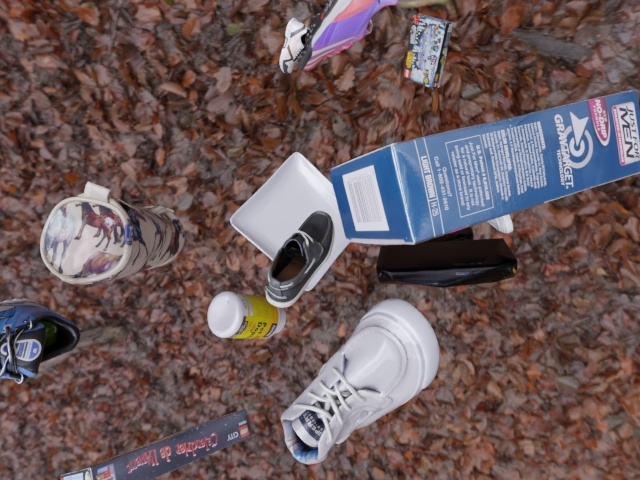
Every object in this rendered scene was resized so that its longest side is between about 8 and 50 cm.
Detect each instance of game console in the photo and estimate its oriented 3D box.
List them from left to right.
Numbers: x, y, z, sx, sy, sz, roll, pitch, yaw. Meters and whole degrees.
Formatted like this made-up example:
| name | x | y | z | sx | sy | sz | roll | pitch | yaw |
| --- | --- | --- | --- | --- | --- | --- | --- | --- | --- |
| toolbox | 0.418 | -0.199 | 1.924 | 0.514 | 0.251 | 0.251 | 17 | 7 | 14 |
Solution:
| name | x | y | z | sx | sy | sz | roll | pitch | yaw |
| --- | --- | --- | --- | --- | --- | --- | --- | --- | --- |
| game console | 0.222 | 0.002 | 0.800 | 0.213 | 0.361 | 0.044 | -4 | 106 | 13 |

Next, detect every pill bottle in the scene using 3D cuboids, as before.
| name | x | y | z | sx | sy | sz | roll | pitch | yaw |
| --- | --- | --- | --- | --- | --- | --- | --- | --- | --- |
| pill bottle | -0.188 | 0.205 | 1.136 | 0.117 | 0.215 | 0.117 | -9 | 74 | 31 |

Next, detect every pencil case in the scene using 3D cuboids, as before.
| name | x | y | z | sx | sy | sz | roll | pitch | yaw |
| --- | --- | --- | --- | --- | --- | --- | --- | --- | --- |
| pencil case | -0.431 | -0.012 | 0.950 | 0.159 | 0.410 | 0.184 | 29 | 90 | -4 |

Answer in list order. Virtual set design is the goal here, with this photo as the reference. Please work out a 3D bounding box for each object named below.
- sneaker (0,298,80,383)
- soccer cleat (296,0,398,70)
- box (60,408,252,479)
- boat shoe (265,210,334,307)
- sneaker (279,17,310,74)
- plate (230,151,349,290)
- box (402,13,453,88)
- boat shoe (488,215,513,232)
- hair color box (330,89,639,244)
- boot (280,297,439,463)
| name | x | y | z | sx | sy | sz | roll | pitch | yaw |
| --- | --- | --- | --- | --- | --- | --- | --- | --- | --- |
| sneaker | -0.511 | 0.148 | 0.646 | 0.147 | 0.330 | 0.130 | 9 | 88 | 13 |
| soccer cleat | 0.041 | -0.446 | 0.898 | 0.116 | 0.109 | 0.318 | 17 | 164 | -20 |
| box | -0.243 | 0.326 | 0.643 | 0.159 | 0.233 | 0.044 | -34 | 68 | 40 |
| boat shoe | -0.033 | 0.018 | 0.815 | 0.084 | 0.233 | 0.079 | 16 | 140 | 19 |
| sneaker | -0.052 | -0.382 | 0.845 | 0.043 | 0.040 | 0.109 | 28 | 138 | 7 |
| plate | -0.053 | -0.052 | 1.131 | 0.277 | 0.278 | 0.045 | 43 | 160 | -6 |
| box | 0.236 | -0.421 | 0.941 | 0.094 | 0.027 | 0.137 | 40 | 141 | 38 |
| boat shoe | 0.415 | -0.088 | 1.100 | 0.081 | 0.228 | 0.079 | -24 | 132 | 6 |
| hair color box | 0.207 | -0.089 | 0.533 | 0.347 | 0.174 | 0.105 | -16 | 97 | -18 |
| boot | 0.029 | 0.169 | 0.448 | 0.095 | 0.123 | 0.258 | 43 | 144 | 24 |
